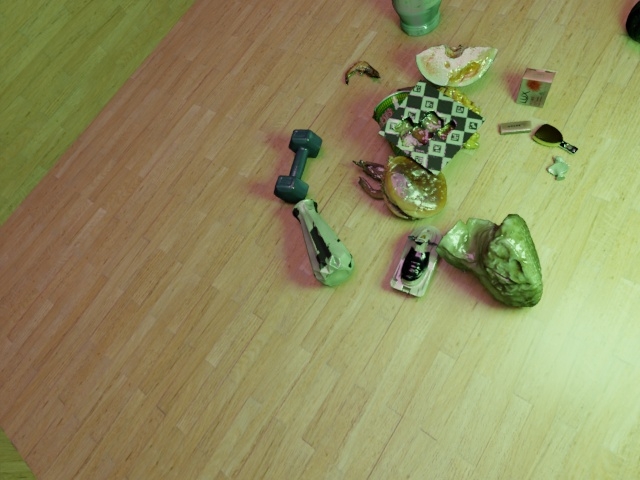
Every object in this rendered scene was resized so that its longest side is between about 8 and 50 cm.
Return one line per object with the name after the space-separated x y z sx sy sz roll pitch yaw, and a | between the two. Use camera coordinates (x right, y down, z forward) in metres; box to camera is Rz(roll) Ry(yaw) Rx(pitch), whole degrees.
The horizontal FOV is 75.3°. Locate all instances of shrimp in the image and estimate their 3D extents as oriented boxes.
0.193 -0.792 1.997 0.147 0.035 0.195 -35 53 -3 | shrimp
0.229 -0.249 1.724 0.254 0.059 0.145 20 83 20 | shrimp

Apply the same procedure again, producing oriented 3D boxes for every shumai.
0.556 0.078 1.374 0.288 0.330 0.292 -17 22 31 | shumai

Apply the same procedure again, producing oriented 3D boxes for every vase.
0.000 0.000 1.631 0.165 0.165 0.360 -29 57 4 | vase

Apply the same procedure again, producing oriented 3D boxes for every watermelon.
0.576 -0.738 1.797 0.321 0.188 0.175 14 104 18 | watermelon

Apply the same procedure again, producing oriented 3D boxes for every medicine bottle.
0.454 -1.142 1.933 0.244 0.290 0.245 -8 65 17 | medicine bottle

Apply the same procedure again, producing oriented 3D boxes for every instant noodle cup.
0.344 -0.457 1.714 0.207 0.207 0.233 -19 70 9 | instant noodle cup

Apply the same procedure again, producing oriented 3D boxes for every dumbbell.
-0.097 -0.325 1.816 0.144 0.160 0.325 19 70 -8 | dumbbell

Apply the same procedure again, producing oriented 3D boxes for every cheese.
0.896 -0.379 1.570 0.086 0.036 0.162 -42 60 -7 | cheese

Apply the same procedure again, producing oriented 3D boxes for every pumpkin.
1.303 -0.854 1.562 0.249 0.216 0.250 -28 39 26 | pumpkin

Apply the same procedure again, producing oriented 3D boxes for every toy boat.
0.350 0.063 1.495 0.140 0.140 0.270 19 87 25 | toy boat

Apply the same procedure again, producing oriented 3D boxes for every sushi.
0.415 -0.425 1.580 0.294 0.059 0.292 39 84 11 | sushi

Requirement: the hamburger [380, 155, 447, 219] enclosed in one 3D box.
0.358 -0.209 1.591 0.243 0.146 0.286 -38 77 -13 | hamburger

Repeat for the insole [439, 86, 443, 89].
0.596 -0.688 1.835 0.134 0.002 0.045 -16 62 11 | insole

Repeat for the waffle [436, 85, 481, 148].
0.534 -0.499 1.680 0.281 0.058 0.301 -4 72 -17 | waffle

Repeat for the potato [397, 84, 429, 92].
0.423 -0.634 1.837 0.100 0.089 0.172 -23 26 -16 | potato

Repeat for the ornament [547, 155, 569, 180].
0.876 -0.268 1.522 0.068 0.041 0.092 22 85 49 | ornament

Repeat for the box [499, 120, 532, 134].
0.776 -0.448 1.649 0.115 0.025 0.048 -1 64 19 | box

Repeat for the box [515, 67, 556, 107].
0.840 -0.597 1.625 0.111 0.156 0.060 21 73 23 | box
